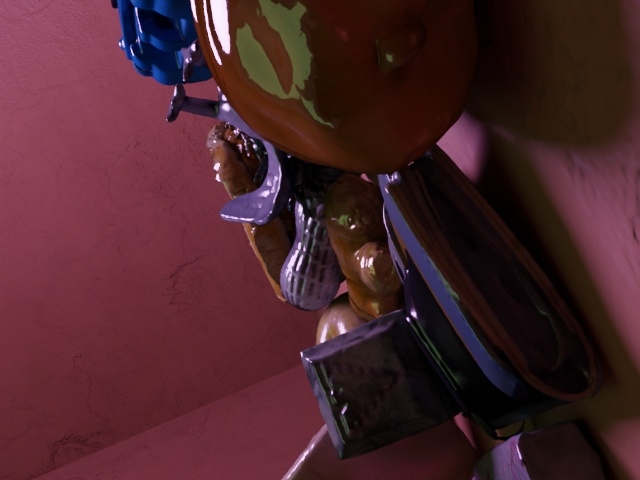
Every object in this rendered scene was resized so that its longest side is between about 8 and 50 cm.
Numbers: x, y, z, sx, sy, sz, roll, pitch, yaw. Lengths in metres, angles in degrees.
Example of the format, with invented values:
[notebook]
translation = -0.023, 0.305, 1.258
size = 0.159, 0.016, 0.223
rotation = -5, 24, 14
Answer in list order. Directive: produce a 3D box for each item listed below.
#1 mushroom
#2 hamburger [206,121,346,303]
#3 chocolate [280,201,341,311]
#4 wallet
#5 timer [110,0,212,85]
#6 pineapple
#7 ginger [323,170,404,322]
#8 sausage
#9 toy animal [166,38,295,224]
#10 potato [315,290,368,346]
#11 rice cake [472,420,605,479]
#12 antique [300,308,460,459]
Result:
[mushroom]
translation = 0.060, 0.238, 0.856
size = 0.162, 0.173, 0.236
rotation = 37, 144, 7
[hamburger]
translation = -0.048, -0.062, 1.096
size = 0.259, 0.144, 0.283
rotation = 65, 173, -27
[chocolate]
translation = 0.000, 0.000, 0.937
size = 0.072, 0.072, 0.167
rotation = -121, 41, -61
[wallet]
translation = 0.083, 0.041, 0.528
size = 0.170, 0.069, 0.231
rotation = 61, 175, 16
[timer]
translation = -0.163, -0.333, 0.854
size = 0.340, 0.115, 0.309
rotation = 130, 127, -73
[pineapple]
translation = -0.042, -0.112, 0.893
size = 0.103, 0.083, 0.221
rotation = 17, -149, -41
[ginger]
translation = 0.051, 0.028, 0.855
size = 0.299, 0.065, 0.118
rotation = 72, -178, -71
[sausage]
translation = 0.001, -0.106, 0.432
size = 0.136, 0.120, 0.241
rotation = 53, 179, -15
[toy animal]
translation = -0.043, -0.109, 0.743
size = 0.255, 0.176, 0.239
rotation = -105, 33, -70
[potato]
translation = 0.060, 0.165, 1.021
size = 0.138, 0.098, 0.243
rotation = 47, -166, -57
[rice cake]
translation = 0.142, 0.177, 0.591
size = 0.081, 0.051, 0.290
rotation = 57, 173, 18
[antique]
translation = 0.058, 0.109, 0.677
size = 0.088, 0.086, 0.183
rotation = 67, -166, 11
